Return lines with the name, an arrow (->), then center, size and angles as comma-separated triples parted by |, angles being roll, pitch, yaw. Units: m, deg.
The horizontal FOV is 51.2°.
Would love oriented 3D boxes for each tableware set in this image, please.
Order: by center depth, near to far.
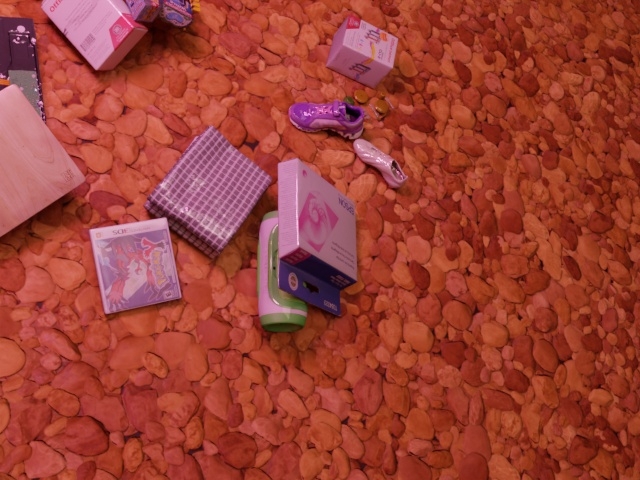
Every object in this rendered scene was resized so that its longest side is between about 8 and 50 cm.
tableware set -> 0.147, -0.425, 2.078 | 0.154, 0.024, 0.104 | -26, 80, -29

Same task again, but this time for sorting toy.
sorting toy -> -0.715, -0.168, 1.491 | 0.255, 0.089, 0.257 | -39, 108, -21

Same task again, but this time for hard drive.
hard drive -> -0.793, -0.378, 1.593 | 0.237, 0.064, 0.338 | -6, 73, -27

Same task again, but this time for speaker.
speaker -> -0.096, 0.079, 1.711 | 0.131, 0.131, 0.296 | 8, 68, -22

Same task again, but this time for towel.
towel -> -0.277, -0.131, 1.708 | 0.235, 0.121, 0.283 | 36, 60, -10

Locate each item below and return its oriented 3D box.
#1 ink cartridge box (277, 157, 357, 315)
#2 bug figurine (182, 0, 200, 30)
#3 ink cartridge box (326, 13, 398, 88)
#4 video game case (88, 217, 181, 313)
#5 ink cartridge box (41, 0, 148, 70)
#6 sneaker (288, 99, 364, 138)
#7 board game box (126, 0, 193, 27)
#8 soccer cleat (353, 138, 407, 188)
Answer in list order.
ink cartridge box -> 0.000, 0.000, 1.717 | 0.324, 0.072, 0.329 | 31, 51, -56
bug figurine -> -0.480, -0.698, 1.854 | 0.279, 0.072, 0.216 | 2, 77, -30
ink cartridge box -> 0.130, -0.581, 2.065 | 0.176, 0.127, 0.128 | 21, 63, -18
video game case -> -0.438, 0.058, 1.586 | 0.184, 0.023, 0.201 | -11, 92, -27
ink cartridge box -> -0.577, -0.567, 1.705 | 0.218, 0.159, 0.092 | 48, 18, -3
sneaker -> 0.027, -0.368, 1.946 | 0.237, 0.104, 0.095 | 7, 71, -16
board game box -> -0.432, -0.623, 1.739 | 0.194, 0.060, 0.194 | 20, 41, -37
soccer cleat -> 0.182, -0.237, 1.989 | 0.196, 0.076, 0.068 | 45, 59, -4
